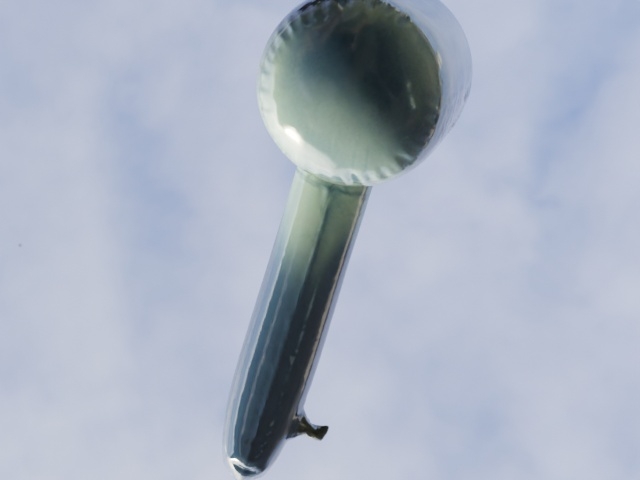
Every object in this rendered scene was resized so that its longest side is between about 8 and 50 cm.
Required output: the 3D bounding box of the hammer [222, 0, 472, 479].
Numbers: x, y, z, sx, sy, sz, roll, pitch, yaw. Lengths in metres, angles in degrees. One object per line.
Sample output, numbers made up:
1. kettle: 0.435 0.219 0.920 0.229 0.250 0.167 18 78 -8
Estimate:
1. hammer: 0.000 0.000 0.613 0.069 0.116 0.194 18 -76 5
